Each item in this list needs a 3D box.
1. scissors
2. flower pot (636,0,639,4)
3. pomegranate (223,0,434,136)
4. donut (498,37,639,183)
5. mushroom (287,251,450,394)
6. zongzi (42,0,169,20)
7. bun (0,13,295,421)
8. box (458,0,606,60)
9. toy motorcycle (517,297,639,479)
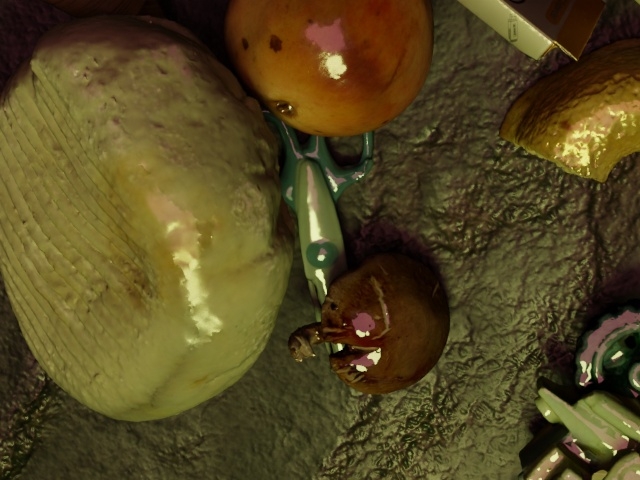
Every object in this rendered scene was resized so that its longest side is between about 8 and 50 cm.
[{"bbox_3d":[0.000,0.000,1.513,0.138,0.041,0.289,-11,103,-1],"label":"scissors"},{"bbox_3d":[0.396,-0.248,1.271,0.307,0.307,0.244,40,99,-4],"label":"flower pot"},{"bbox_3d":[0.011,-0.186,1.397,0.191,0.191,0.191,2,105,6],"label":"pomegranate"},{"bbox_3d":[0.326,-0.091,1.418,0.295,0.112,0.151,23,108,-1],"label":"donut"},{"bbox_3d":[0.049,0.082,1.483,0.171,0.080,0.135,-17,98,-18],"label":"mushroom"},{"bbox_3d":[-0.285,-0.258,1.446,0.286,0.134,0.288,-15,113,16],"label":"zongzi"},{"bbox_3d":[-0.150,-0.023,1.404,0.219,0.365,0.365,-17,106,-34],"label":"bun"},{"bbox_3d":[0.138,-0.253,1.389,0.247,0.129,0.033,39,128,-3],"label":"box"},{"bbox_3d":[0.356,0.257,1.480,0.237,0.169,0.410,-41,91,8],"label":"toy motorcycle"}]
